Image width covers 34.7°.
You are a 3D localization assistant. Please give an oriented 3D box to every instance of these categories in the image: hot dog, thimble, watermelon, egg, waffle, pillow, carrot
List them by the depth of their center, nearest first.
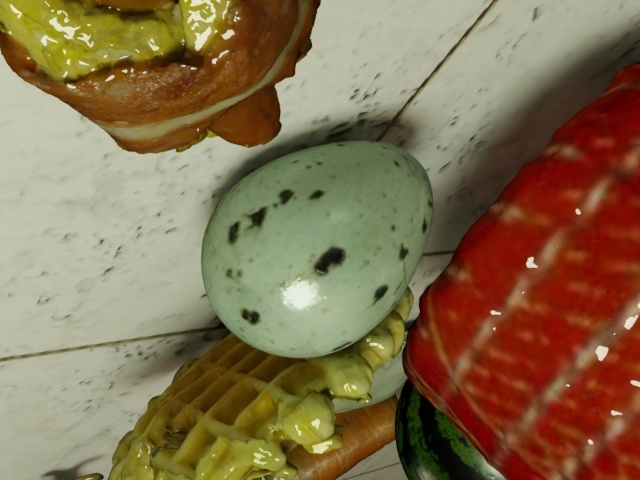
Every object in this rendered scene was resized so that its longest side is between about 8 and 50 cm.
[{"bbox_3d":[-0.061,-0.094,0.433,0.123,0.093,0.261,-31,156,9],"label":"hot dog"},{"bbox_3d":[0.000,0.000,0.662,0.164,0.131,0.131,-41,161,-21],"label":"egg"},{"bbox_3d":[-0.048,0.106,0.766,0.261,0.056,0.250,-31,-165,25],"label":"waffle"},{"bbox_3d":[0.243,0.041,0.778,0.350,0.230,0.350,-40,163,-15],"label":"thimble"},{"bbox_3d":[0.007,0.148,1.047,0.229,0.051,0.128,-13,145,-33],"label":"pillow"},{"bbox_3d":[0.216,0.201,1.137,0.269,0.269,0.269,-23,156,-11],"label":"watermelon"},{"bbox_3d":[0.010,0.240,1.202,0.193,0.087,0.087,-22,156,-22],"label":"carrot"}]

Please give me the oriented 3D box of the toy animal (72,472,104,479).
[{"bbox_3d":[-0.300,0.290,1.015,0.241,0.056,0.099,-35,162,12],"label":"toy animal"}]
